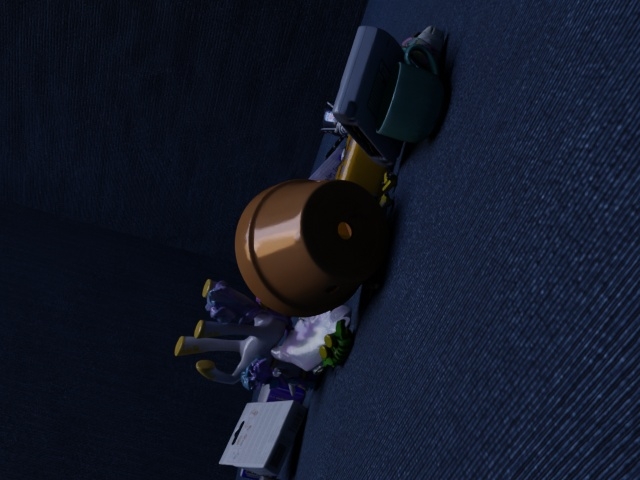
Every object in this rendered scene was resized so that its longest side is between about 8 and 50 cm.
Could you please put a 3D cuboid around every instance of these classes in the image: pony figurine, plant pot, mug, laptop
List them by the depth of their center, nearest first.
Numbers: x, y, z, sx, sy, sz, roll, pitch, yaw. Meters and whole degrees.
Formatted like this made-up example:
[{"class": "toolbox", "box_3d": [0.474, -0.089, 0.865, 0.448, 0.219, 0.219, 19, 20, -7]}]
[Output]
[{"class": "mug", "box_3d": [0.169, -0.251, 1.248, 0.129, 0.097, 0.158, -82, 10, -53]}, {"class": "plant pot", "box_3d": [0.000, 0.000, 1.409, 0.203, 0.291, 0.291, -23, 50, 59]}, {"class": "pony figurine", "box_3d": [-0.121, 0.217, 1.684, 0.351, 0.363, 0.303, -62, 24, 23]}, {"class": "laptop", "box_3d": [0.100, -0.279, 2.342, 0.264, 0.136, 0.234, -49, 4, -8]}]

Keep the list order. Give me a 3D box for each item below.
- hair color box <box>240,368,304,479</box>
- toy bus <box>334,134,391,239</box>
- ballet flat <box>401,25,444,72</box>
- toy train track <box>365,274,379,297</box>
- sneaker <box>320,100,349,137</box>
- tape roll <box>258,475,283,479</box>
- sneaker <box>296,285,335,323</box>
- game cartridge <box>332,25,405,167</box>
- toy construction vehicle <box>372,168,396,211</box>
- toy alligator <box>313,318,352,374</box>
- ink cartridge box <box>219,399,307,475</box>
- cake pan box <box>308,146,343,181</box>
[{"class": "hair color box", "box_3d": [-0.137, 0.514, 2.058, 0.185, 0.110, 0.339, -90, 19, -65]}, {"class": "toy bus", "box_3d": [0.086, -0.116, 1.622, 0.130, 0.108, 0.333, -103, 30, -74]}, {"class": "ballet flat", "box_3d": [0.209, -0.389, 1.406, 0.079, 0.077, 0.221, -52, 13, 17]}, {"class": "toy train track", "box_3d": [0.102, 0.089, 1.394, 0.083, 0.014, 0.048, 159, 126, -82]}, {"class": "sneaker", "box_3d": [0.085, -0.324, 1.918, 0.282, 0.153, 0.099, -133, 58, -83]}, {"class": "tape roll", "box_3d": [-0.139, 0.704, 1.752, 0.219, 0.072, 0.219, -165, 90, -84]}, {"class": "sneaker", "box_3d": [-0.004, 0.177, 1.886, 0.086, 0.085, 0.237, -40, -29, -51]}, {"class": "game cartridge", "box_3d": [0.115, -0.280, 1.368, 0.297, 0.062, 0.198, 33, -111, -65]}, {"class": "toy construction vehicle", "box_3d": [0.135, -0.088, 1.484, 0.086, 0.035, 0.098, -54, 21, 42]}, {"class": "toy alligator", "box_3d": [0.031, 0.243, 1.498, 0.051, 0.056, 0.190, 50, 138, 31]}, {"class": "ink cartridge box", "box_3d": [-0.151, 0.514, 1.841, 0.232, 0.066, 0.189, -25, 33, 53]}, {"class": "cake pan box", "box_3d": [-0.001, -0.067, 1.797, 0.246, 0.070, 0.267, -46, -24, -31]}]
